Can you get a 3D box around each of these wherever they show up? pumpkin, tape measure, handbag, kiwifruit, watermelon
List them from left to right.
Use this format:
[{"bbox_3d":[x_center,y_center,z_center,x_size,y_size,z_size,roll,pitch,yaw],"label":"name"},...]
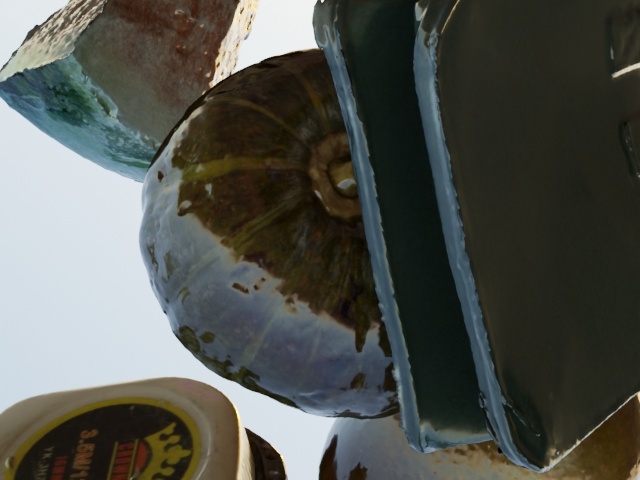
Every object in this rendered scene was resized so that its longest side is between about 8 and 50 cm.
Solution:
[{"bbox_3d":[-0.142,0.227,1.116,0.232,0.133,0.271,-7,-149,8],"label":"tape measure"},{"bbox_3d":[-0.090,-0.159,1.042,0.154,0.241,0.094,37,160,-32],"label":"watermelon"},{"bbox_3d":[0.000,0.000,0.878,0.219,0.219,0.162,23,154,-10],"label":"pumpkin"},{"bbox_3d":[0.111,0.142,1.011,0.196,0.234,0.196,34,-147,-26],"label":"kiwifruit"},{"bbox_3d":[0.120,-0.034,0.809,0.079,0.247,0.260,-2,-165,40],"label":"handbag"}]
